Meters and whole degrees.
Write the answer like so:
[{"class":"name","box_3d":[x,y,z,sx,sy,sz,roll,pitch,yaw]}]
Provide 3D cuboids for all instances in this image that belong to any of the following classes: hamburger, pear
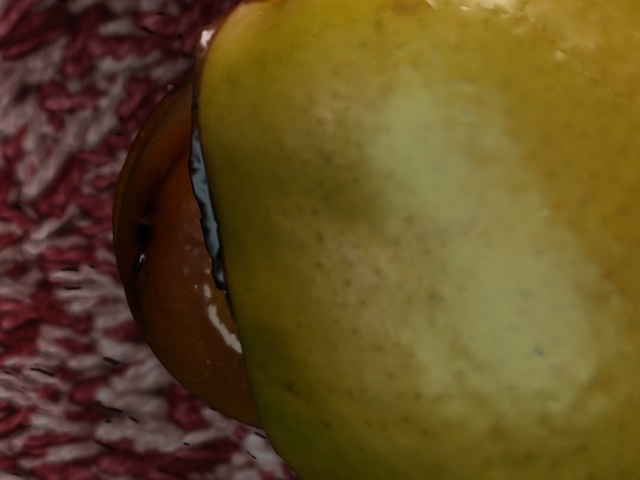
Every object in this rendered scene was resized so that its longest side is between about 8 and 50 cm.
[{"class":"hamburger","box_3d":[-0.003,0.003,0.788,0.237,0.147,0.236,4,105,14]},{"class":"pear","box_3d":[0.139,0.002,0.643,0.191,0.340,0.386,-2,142,40]}]
